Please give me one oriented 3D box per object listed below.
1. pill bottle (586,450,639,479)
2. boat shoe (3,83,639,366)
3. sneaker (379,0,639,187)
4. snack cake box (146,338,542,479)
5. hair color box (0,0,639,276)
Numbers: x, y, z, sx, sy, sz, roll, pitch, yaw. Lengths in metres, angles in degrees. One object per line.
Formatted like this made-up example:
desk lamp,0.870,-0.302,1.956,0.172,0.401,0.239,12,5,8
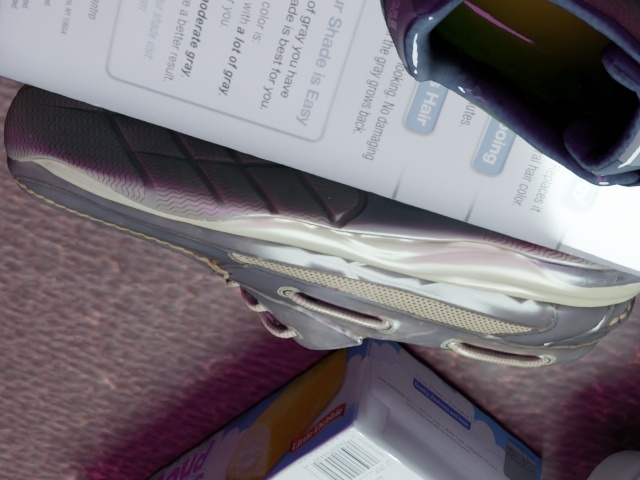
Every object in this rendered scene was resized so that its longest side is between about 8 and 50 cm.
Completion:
pill bottle,0.301,0.198,1.022,0.323,0.181,0.181,4,134,40
boat shoe,0.000,0.000,1.001,0.355,0.132,0.130,14,130,3
sneaker,0.154,-0.060,0.774,0.300,0.121,0.111,18,129,-3
snack cake box,-0.006,0.185,1.181,0.152,0.089,0.264,39,127,-21
hair color box,0.044,-0.127,0.898,0.374,0.113,0.185,18,130,-1
